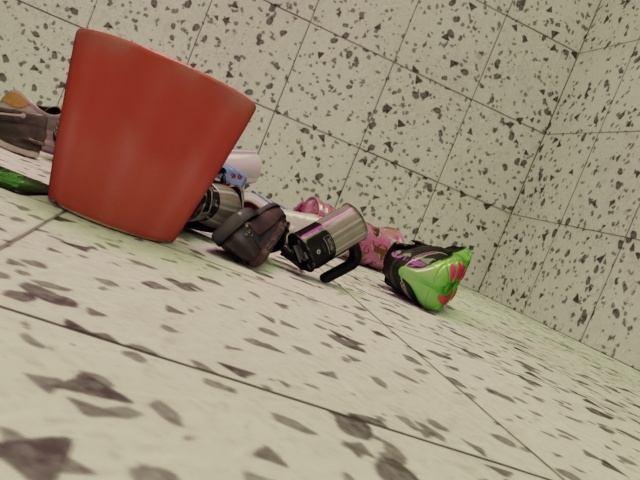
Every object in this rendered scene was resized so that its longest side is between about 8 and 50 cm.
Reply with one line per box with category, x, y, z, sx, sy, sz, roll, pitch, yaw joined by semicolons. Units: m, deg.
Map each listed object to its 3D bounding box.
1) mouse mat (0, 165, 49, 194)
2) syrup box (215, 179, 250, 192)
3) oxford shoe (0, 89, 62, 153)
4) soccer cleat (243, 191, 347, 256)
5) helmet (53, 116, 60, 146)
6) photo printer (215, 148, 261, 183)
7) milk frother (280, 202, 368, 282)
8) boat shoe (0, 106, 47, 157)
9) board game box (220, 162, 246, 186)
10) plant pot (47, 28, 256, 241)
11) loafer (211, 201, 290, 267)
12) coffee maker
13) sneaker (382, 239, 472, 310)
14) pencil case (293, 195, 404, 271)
mouse mat;-0.472;-0.097;0.949;0.153;0.007;0.189;22;4;-4
syrup box;-0.236;-0.098;1.777;0.093;0.096;0.237;25;5;27
oxford shoe;-0.679;-0.290;1.748;0.169;0.130;0.449;22;1;24
soccer cleat;-0.088;-0.025;1.623;0.332;0.115;0.143;20;19;5
helmet;-0.541;-0.241;1.519;0.161;0.169;0.169;41;10;20
photo printer;-0.362;-0.206;1.841;0.308;0.107;0.256;-4;5;-35
milk frother;0.000;0.000;1.270;0.135;0.129;0.143;-29;38;-24
boat shoe;-0.737;-0.277;1.379;0.336;0.095;0.112;22;3;2
board game box;-0.279;-0.193;1.578;0.212;0.039;0.160;30;-3;-6
plant pot;-0.266;-0.143;0.962;0.275;0.243;0.275;22;4;-1
loafer;-0.109;-0.002;1.170;0.095;0.109;0.302;49;10;3
coffee maker;-0.248;-0.066;1.169;0.171;0.120;0.178;-17;-10;16
sneaker;0.277;0.067;1.714;0.202;0.185;0.483;27;3;15
pencil case;0.091;-0.018;2.122;0.386;0.159;0.167;19;-4;-33
